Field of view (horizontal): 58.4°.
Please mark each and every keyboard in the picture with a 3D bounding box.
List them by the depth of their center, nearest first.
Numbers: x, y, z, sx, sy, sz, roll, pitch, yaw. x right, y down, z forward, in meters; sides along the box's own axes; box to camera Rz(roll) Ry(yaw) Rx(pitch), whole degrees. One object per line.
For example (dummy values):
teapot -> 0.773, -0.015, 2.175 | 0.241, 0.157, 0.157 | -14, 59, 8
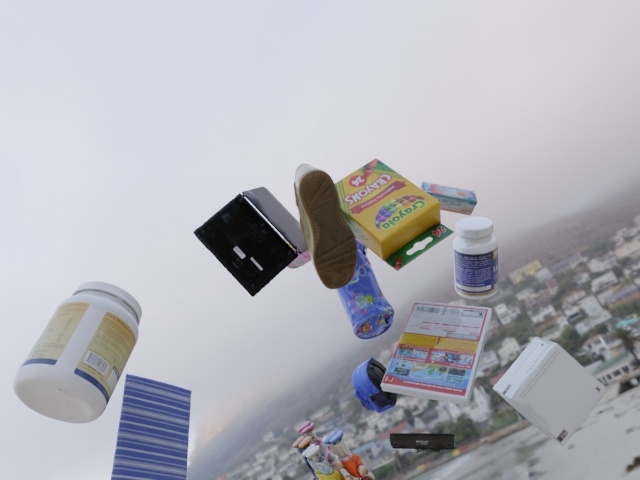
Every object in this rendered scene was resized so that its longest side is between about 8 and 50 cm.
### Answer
keyboard -> 0.301, 0.590, 1.698 | 0.192, 0.038, 0.100 | -2, -52, 10

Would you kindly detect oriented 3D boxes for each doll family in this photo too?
doll family -> 0.014, 0.501, 1.235 | 0.118, 0.163, 0.263 | -38, 5, -23

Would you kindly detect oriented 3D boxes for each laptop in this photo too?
laptop -> -0.169, -0.007, 1.571 | 0.264, 0.234, 0.136 | -43, -5, -16

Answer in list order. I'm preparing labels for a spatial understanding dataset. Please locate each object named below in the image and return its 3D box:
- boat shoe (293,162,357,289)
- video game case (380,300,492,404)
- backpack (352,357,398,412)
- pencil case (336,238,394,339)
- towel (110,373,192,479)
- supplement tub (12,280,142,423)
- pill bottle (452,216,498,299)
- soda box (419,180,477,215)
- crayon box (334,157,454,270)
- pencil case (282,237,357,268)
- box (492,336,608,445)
boat shoe -> 0.011, -0.036, 1.473 | 0.121, 0.110, 0.341 | -18, -64, -12
video game case -> 0.285, 0.260, 1.381 | 0.204, 0.285, 0.025 | 3, -51, 28
backpack -> 0.134, 0.376, 1.483 | 0.101, 0.120, 0.098 | -35, 10, 26
pencil case -> 0.109, 0.127, 1.631 | 0.133, 0.306, 0.119 | -23, -35, 3
towel -> -0.491, 0.581, 1.678 | 0.040, 0.336, 0.243 | -27, -40, 32
supplement tub -> -0.615, 0.284, 1.490 | 0.228, 0.316, 0.228 | 6, -46, 7
pill bottle -> 0.541, 0.059, 1.999 | 0.153, 0.153, 0.265 | -17, -65, -18
soda box -> 0.407, -0.136, 1.846 | 0.183, 0.058, 0.063 | 10, -47, -9
crayon box -> 0.174, -0.078, 1.523 | 0.202, 0.318, 0.081 | -33, -41, -18
pencil case -> 0.000, 0.000, 1.847 | 0.284, 0.124, 0.124 | -22, -20, 29
box -> 0.568, 0.370, 1.423 | 0.181, 0.182, 0.119 | -48, 4, -6
